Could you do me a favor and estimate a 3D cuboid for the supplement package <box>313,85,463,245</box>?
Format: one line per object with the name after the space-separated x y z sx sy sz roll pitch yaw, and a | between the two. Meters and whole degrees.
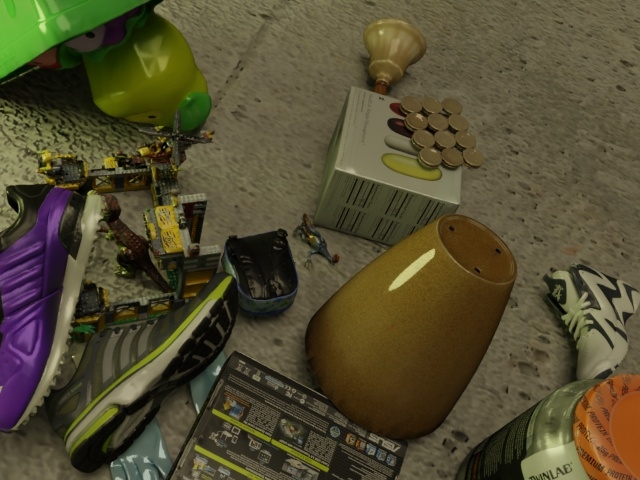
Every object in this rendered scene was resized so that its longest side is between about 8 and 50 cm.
0.114 -0.115 1.167 0.203 0.149 0.194 15 54 -6 | supplement package

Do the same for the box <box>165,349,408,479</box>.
-0.042 0.295 0.888 0.270 0.060 0.216 29 55 -6 | box

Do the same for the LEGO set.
-0.266 -0.037 0.976 0.254 0.192 0.332 0 58 -17 | LEGO set

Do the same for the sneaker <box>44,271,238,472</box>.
-0.224 0.138 0.893 0.121 0.111 0.300 36 65 22 | sneaker

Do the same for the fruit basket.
-0.343 -0.295 1.080 0.392 0.392 0.283 42 56 12 | fruit basket

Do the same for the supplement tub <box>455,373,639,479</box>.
0.306 0.291 0.857 0.193 0.316 0.194 7 56 -11 | supplement tub

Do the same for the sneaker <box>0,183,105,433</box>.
-0.359 0.068 0.822 0.146 0.102 0.294 18 72 -22 | sneaker

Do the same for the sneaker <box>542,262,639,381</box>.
0.415 0.121 1.137 0.153 0.094 0.235 34 55 8 | sneaker

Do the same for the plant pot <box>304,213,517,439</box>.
0.140 0.095 0.937 0.237 0.254 0.237 20 39 -17 | plant pot

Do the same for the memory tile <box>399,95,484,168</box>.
0.192 -0.173 1.128 0.113 0.012 0.148 -2 57 -18 | memory tile

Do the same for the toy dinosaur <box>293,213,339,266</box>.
0.000 0.000 1.127 0.082 0.047 0.090 38 43 -13 | toy dinosaur

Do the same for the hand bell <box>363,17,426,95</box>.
0.112 -0.279 1.317 0.126 0.126 0.242 19 65 -4 | hand bell

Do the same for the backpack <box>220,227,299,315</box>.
-0.086 0.054 1.036 0.104 0.084 0.114 -9 56 -21 | backpack

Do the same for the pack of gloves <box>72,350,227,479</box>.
-0.195 0.214 0.925 0.194 0.046 0.232 -15 63 -26 | pack of gloves
